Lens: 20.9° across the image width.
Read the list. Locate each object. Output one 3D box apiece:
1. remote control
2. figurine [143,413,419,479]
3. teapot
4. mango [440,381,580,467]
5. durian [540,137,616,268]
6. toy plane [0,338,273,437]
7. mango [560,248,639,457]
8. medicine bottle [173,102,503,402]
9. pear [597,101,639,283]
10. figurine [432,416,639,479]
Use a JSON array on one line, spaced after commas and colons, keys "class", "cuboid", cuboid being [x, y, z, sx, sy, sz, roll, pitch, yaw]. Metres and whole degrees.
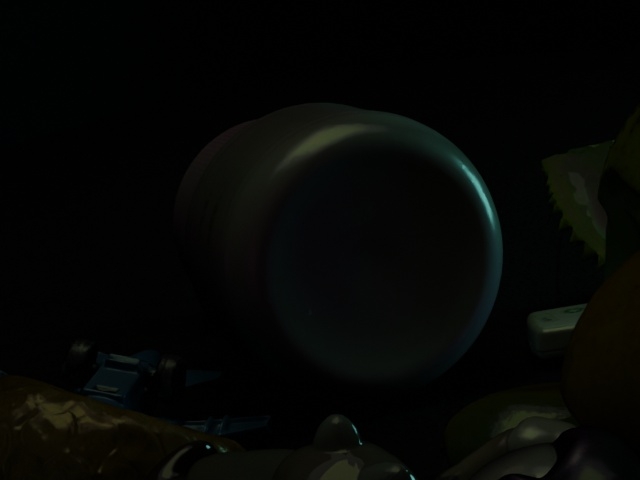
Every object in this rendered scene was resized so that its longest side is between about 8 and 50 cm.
[{"class": "remote control", "cuboid": [0.303, 0.066, 1.576, 0.230, 0.049, 0.090, -10, 10, 2]}, {"class": "figurine", "cuboid": [-0.055, 0.211, 0.839, 0.203, 0.248, 0.380, 10, -10, -29]}, {"class": "teapot", "cuboid": [-0.145, 0.188, 1.113, 0.311, 0.167, 0.203, 8, -12, 47]}, {"class": "mango", "cuboid": [0.181, 0.146, 1.247, 0.191, 0.086, 0.122, -2, 0, -17]}, {"class": "durian", "cuboid": [0.396, -0.032, 1.675, 0.351, 0.169, 0.158, -8, 13, 7]}, {"class": "toy plane", "cuboid": [-0.173, 0.145, 1.441, 0.254, 0.105, 0.271, 9, 12, 9]}, {"class": "mango", "cuboid": [0.374, 0.072, 1.089, 0.445, 0.220, 0.301, -10, 40, 13]}, {"class": "medicine bottle", "cuboid": [0.000, 0.000, 1.607, 0.256, 0.256, 0.325, -12, 10, -16]}, {"class": "pear", "cuboid": [0.317, 0.001, 1.338, 0.176, 0.282, 0.286, -5, 10, -23]}, {"class": "figurine", "cuboid": [0.146, 0.171, 1.029, 0.145, 0.145, 0.222, -8, 11, 2]}]
